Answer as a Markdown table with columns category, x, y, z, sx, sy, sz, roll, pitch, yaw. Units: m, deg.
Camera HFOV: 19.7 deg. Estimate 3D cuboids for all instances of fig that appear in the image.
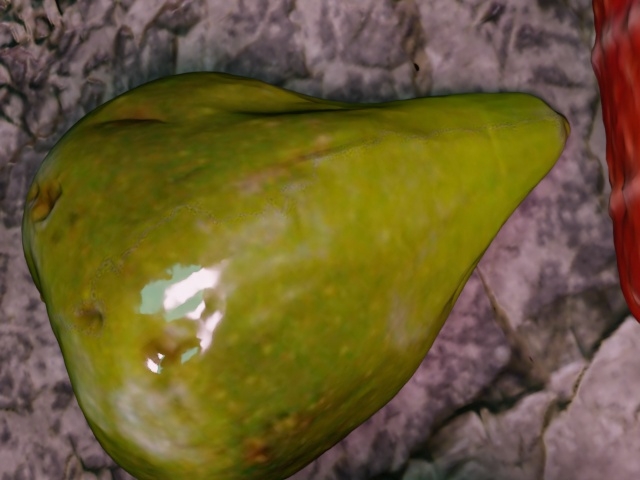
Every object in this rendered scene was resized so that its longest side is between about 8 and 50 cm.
| category | x | y | z | sx | sy | sz | roll | pitch | yaw |
| --- | --- | --- | --- | --- | --- | --- | --- | --- | --- |
| fig | 0.000 | 0.000 | 0.899 | 0.275 | 0.206 | 0.206 | -22 | 76 | -1 |

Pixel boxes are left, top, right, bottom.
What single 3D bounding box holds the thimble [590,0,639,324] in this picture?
| category | x | y | z | sx | sy | sz | roll | pitch | yaw |
| --- | --- | --- | --- | --- | --- | --- | --- | --- | --- |
| thimble | 0.266 | -0.071 | 0.678 | 0.350 | 0.350 | 0.230 | -5 | 84 | 25 |
